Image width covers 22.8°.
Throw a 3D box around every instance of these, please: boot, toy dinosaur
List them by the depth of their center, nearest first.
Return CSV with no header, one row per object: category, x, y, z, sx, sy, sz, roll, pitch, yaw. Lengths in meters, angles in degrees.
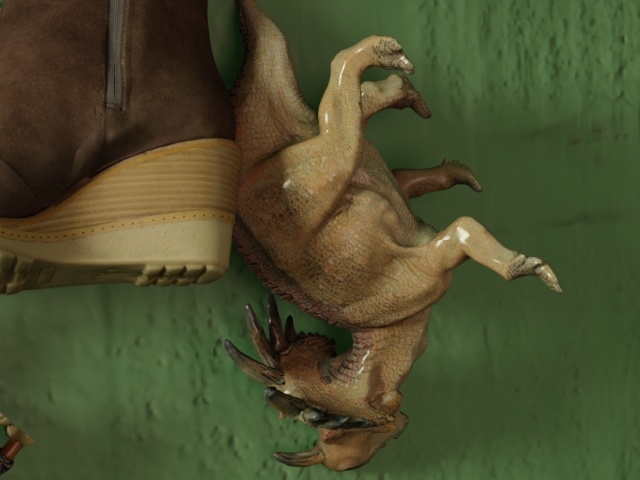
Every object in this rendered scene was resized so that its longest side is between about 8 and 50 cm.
boot,-0.163,-0.078,0.844,0.248,0.090,0.207,2,69,-27
toy dinosaur,0.000,0.000,0.935,0.200,0.127,0.296,-34,100,2

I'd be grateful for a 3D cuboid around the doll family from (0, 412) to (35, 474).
doll family,-0.238,0.105,0.827,0.193,0.076,0.111,44,77,-21
